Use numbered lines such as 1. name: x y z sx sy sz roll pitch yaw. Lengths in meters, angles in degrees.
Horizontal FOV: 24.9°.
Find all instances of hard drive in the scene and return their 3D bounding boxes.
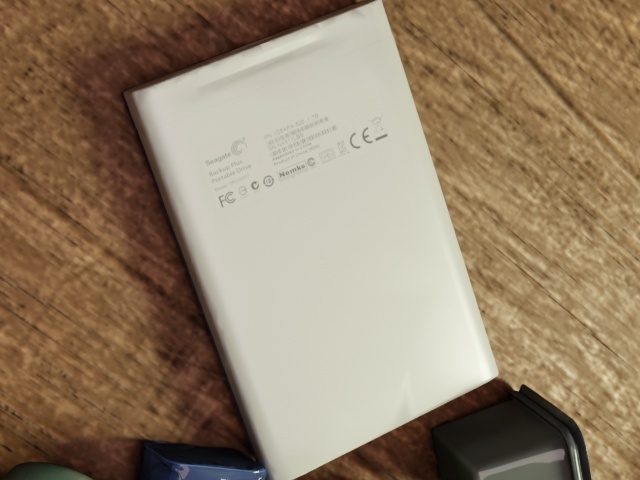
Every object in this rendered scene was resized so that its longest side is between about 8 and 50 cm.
1. hard drive: 0.000 0.000 1.113 0.210 0.040 0.318 -24 105 -20

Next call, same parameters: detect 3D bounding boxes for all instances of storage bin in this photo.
1. storage bin: 0.152 0.186 1.175 0.091 0.135 0.098 -14 104 -10

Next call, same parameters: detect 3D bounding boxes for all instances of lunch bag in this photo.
1. lunch bag: -0.090 0.193 1.093 0.098 0.067 0.065 11 94 -27

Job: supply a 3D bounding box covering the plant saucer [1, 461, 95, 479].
1. plant saucer: -0.125 0.289 0.959 0.044 0.317 0.317 -22 108 4
